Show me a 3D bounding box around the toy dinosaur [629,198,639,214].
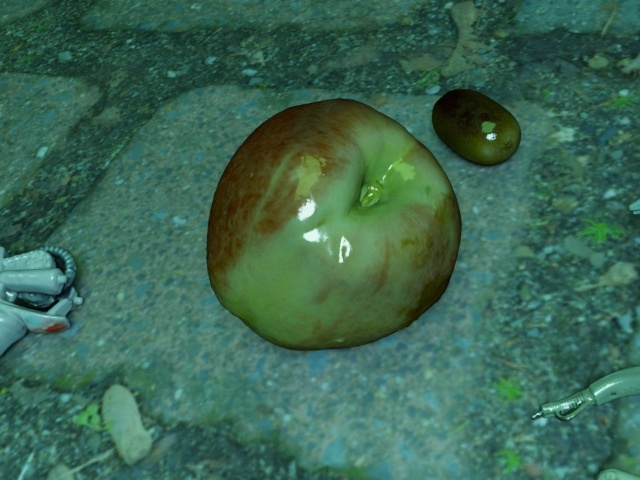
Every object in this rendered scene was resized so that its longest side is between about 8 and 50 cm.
[{"bbox_3d":[0.370,-0.028,0.718,0.187,0.106,0.044,-8,44,14],"label":"toy dinosaur"}]

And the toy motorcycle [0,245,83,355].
[{"bbox_3d":[-0.396,0.095,0.897,0.260,0.110,0.171,-13,59,-2],"label":"toy motorcycle"}]

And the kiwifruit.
[{"bbox_3d":[0.177,-0.129,0.922,0.075,0.075,0.124,-32,39,-12],"label":"kiwifruit"}]

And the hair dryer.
[{"bbox_3d":[0.286,0.088,0.689,0.199,0.067,0.167,-13,31,30],"label":"hair dryer"}]

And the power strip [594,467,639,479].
[{"bbox_3d":[0.286,0.238,0.513,0.270,0.046,0.118,12,58,31],"label":"power strip"}]

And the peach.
[{"bbox_3d":[0.000,0.000,0.764,0.232,0.256,0.232,12,61,-22],"label":"peach"}]
